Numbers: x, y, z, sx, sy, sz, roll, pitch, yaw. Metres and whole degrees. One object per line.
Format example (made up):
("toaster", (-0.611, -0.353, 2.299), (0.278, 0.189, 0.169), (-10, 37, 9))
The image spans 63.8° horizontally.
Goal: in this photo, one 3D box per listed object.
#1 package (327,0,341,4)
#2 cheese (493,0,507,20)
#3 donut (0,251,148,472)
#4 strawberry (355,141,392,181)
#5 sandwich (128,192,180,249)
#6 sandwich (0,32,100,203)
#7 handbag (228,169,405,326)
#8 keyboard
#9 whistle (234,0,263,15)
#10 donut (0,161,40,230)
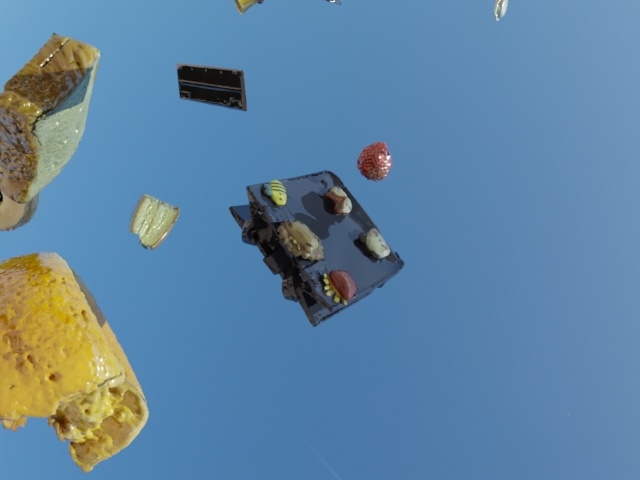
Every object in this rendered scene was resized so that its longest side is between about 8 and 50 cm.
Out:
("package", (-0.085, -0.416, 0.817), (0.166, 0.232, 0.040), (42, -51, 30))
("cheese", (0.466, -0.604, 1.321), (0.026, 0.067, 0.120), (16, -143, 23))
("donut", (-0.453, 0.180, 0.900), (0.163, 0.435, 0.377), (-28, -113, -19))
("strawberry", (0.124, -0.180, 1.162), (0.083, 0.083, 0.096), (60, -34, 28))
("sandwich", (-0.497, -0.058, 1.524), (0.128, 0.122, 0.236), (-59, -158, 1))
("sandwich", (-0.477, -0.213, 0.904), (0.251, 0.087, 0.226), (-45, -154, 48))
("handbag", (0.000, 0.000, 1.091), (0.122, 0.329, 0.303), (-45, -105, 32))
("keyboard", (-0.182, -0.252, 0.839), (0.198, 0.010, 0.063), (23, -57, 42))
("whistle", (-0.162, -0.607, 1.294), (0.109, 0.057, 0.046), (-31, -86, -15))
("donut", (-0.647, -0.102, 1.030), (0.175, 0.174, 0.068), (-35, -163, 11))
